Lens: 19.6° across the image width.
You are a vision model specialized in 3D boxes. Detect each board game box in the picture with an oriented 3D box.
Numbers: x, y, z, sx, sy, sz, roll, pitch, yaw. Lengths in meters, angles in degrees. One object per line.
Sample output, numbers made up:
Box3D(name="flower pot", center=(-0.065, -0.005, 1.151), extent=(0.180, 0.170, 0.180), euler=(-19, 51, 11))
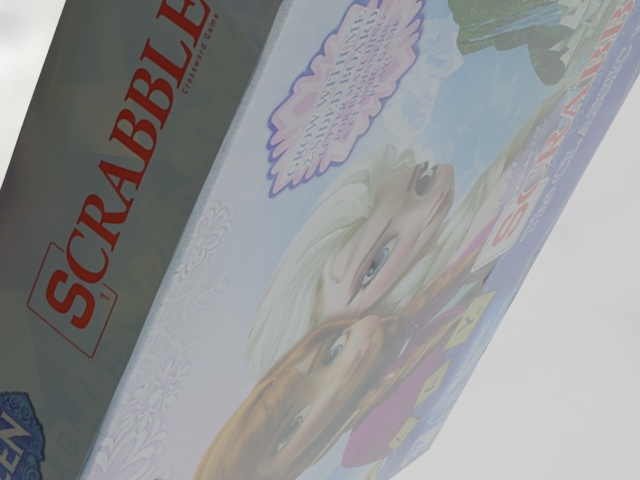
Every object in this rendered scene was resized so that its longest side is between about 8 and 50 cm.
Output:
Box3D(name="board game box", center=(0.000, 0.000, 0.646), extent=(0.066, 0.318, 0.318), euler=(37, -146, 19))
